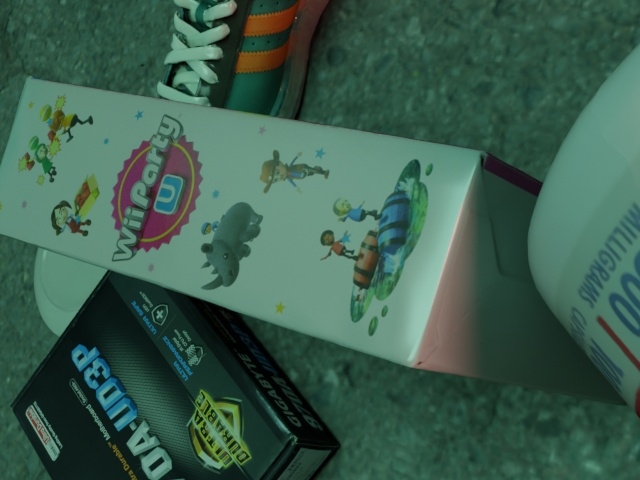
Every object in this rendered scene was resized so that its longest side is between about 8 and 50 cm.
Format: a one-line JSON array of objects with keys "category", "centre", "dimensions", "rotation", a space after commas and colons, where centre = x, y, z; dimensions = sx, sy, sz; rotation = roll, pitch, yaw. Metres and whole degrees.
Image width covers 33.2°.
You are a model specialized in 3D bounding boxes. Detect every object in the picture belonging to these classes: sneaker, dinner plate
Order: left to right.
[{"category": "dinner plate", "centre": [-0.188, 0.012, 0.863], "dimensions": [0.141, 0.017, 0.141], "rotation": [-12, 69, 33]}, {"category": "sneaker", "centre": [-0.062, -0.173, 0.753], "dimensions": [0.108, 0.121, 0.302], "rotation": [26, 94, 39]}]

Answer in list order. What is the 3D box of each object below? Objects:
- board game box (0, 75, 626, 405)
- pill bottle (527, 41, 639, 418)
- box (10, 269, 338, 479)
[{"category": "board game box", "centre": [0.000, 0.000, 0.590], "dimensions": [0.303, 0.224, 0.097], "rotation": [12, 86, 38]}, {"category": "pill bottle", "centre": [0.274, 0.084, 0.345], "dimensions": [0.229, 0.229, 0.407], "rotation": [-46, 59, 17]}, {"category": "box", "centre": [-0.110, 0.128, 0.746], "dimensions": [0.175, 0.051, 0.220], "rotation": [-52, 53, 13]}]
